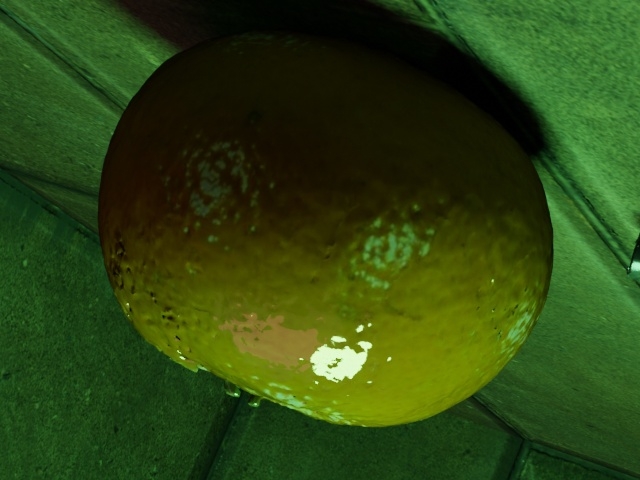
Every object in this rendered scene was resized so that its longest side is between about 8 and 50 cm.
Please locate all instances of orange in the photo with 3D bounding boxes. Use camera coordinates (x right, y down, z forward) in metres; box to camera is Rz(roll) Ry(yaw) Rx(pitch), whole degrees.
[{"bbox_3d":[0.000,0.000,1.556,0.424,0.326,0.424,24,168,6],"label":"orange"}]

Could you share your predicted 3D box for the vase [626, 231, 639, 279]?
[{"bbox_3d":[0.383,0.035,1.630,0.167,0.059,0.059,19,168,22],"label":"vase"}]
